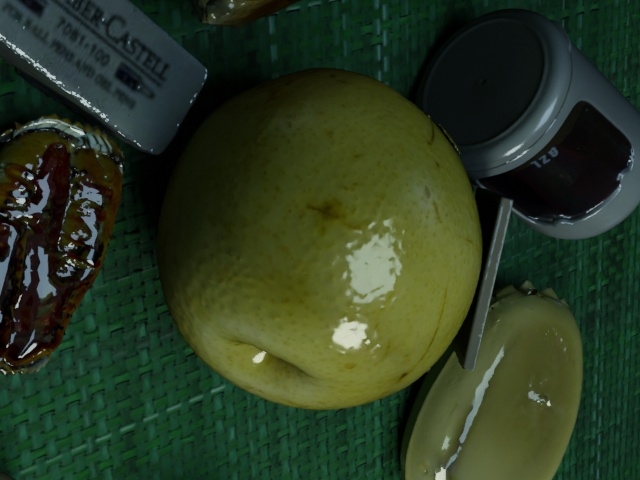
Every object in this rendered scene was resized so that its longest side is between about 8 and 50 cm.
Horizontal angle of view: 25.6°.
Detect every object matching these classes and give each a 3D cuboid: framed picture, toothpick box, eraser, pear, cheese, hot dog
[{"bbox_3d":[0.170,0.035,1.545,0.016,0.250,0.184,12,93,0],"label":"framed picture"},{"bbox_3d":[0.279,-0.133,1.749,0.316,0.229,0.229,31,83,-45],"label":"toothpick box"},{"bbox_3d":[-0.255,-0.210,1.303,0.352,0.077,0.111,39,78,-43],"label":"eraser"},{"bbox_3d":[0.000,0.000,1.441,0.348,0.348,0.348,-17,116,-38],"label":"pear"},{"bbox_3d":[0.245,0.208,1.889,0.259,0.128,0.316,20,89,-43],"label":"cheese"},{"bbox_3d":[-0.278,0.010,1.359,0.162,0.081,0.270,23,88,-47],"label":"hot dog"}]

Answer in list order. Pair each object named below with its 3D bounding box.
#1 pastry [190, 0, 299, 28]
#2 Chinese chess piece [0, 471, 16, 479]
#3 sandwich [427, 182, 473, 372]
[{"bbox_3d":[-0.007,-0.312,1.356,0.329,0.329,0.136,-28,96,-33],"label":"pastry"},{"bbox_3d":[-0.377,0.345,1.372,0.273,0.102,0.273,-16,115,-40],"label":"Chinese chess piece"},{"bbox_3d":[0.092,0.027,1.683,0.122,0.128,0.236,13,95,-41],"label":"sandwich"}]
